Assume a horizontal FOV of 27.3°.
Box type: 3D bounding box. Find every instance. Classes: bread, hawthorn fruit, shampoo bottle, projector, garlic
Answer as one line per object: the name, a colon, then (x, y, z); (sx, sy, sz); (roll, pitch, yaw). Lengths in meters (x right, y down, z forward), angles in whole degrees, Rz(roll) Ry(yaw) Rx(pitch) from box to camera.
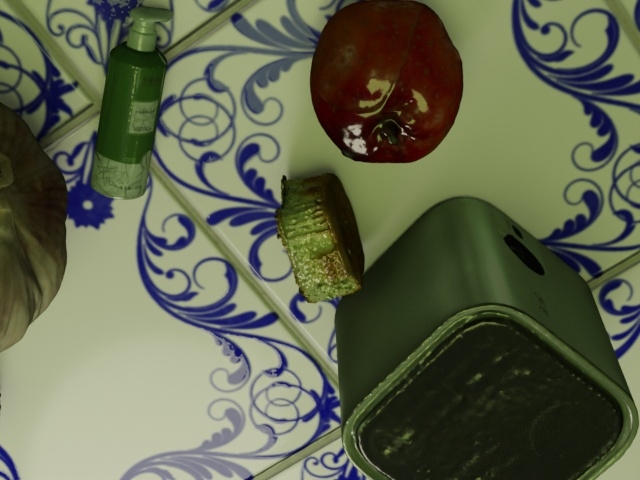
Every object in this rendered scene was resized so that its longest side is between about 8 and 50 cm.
bread: (0.000, 0.000, 1.415); (0.069, 0.128, 0.140); (-12, 117, 11)
hawthorn fruit: (0.065, -0.146, 1.303); (0.157, 0.194, 0.157); (0, 129, 0)
shampoo bottle: (-0.195, -0.145, 1.377); (0.065, 0.065, 0.204); (11, 117, -6)
projector: (0.167, 0.139, 1.421); (0.248, 0.249, 0.248); (37, 111, -18)
garlic: (-0.387, -0.024, 1.312); (0.241, 0.322, 0.322); (-17, 117, 12)
